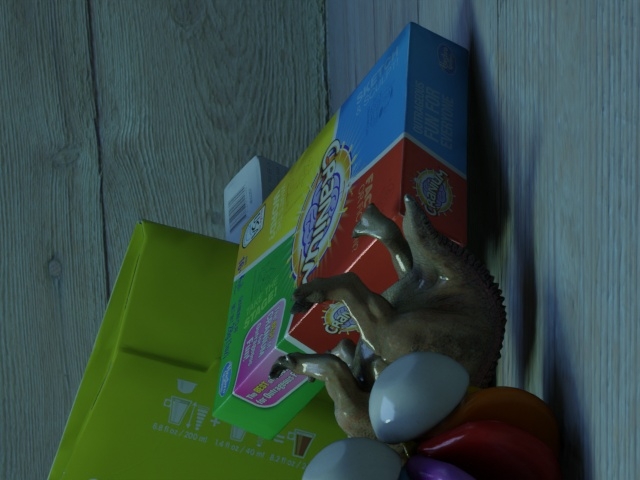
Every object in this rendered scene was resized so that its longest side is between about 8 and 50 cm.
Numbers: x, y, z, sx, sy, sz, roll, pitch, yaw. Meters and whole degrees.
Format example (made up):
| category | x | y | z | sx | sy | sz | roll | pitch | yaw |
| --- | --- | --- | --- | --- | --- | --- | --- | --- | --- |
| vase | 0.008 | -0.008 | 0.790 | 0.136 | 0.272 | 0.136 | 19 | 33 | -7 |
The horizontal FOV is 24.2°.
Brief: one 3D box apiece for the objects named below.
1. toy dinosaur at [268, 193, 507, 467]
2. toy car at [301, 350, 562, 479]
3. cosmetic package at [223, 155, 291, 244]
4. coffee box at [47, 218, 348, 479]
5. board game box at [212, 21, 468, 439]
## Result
| category | x | y | z | sx | sy | sz | roll | pitch | yaw |
| --- | --- | --- | --- | --- | --- | --- | --- | --- | --- |
| toy dinosaur | 0.081 | 0.096 | 1.104 | 0.127 | 0.200 | 0.295 | -39 | -28 | -56 |
| toy car | 0.091 | 0.170 | 0.981 | 0.159 | 0.182 | 0.136 | 51 | 151 | -18 |
| cosmetic package | 0.000 | 0.000 | 1.784 | 0.085 | 0.231 | 0.117 | -43 | 39 | 38 |
| coffee box | -0.075 | 0.227 | 1.590 | 0.334 | 0.338 | 0.338 | 93 | -167 | -66 |
| board game box | 0.017 | -0.005 | 1.321 | 0.316 | 0.064 | 0.242 | -49 | 25 | 40 |
